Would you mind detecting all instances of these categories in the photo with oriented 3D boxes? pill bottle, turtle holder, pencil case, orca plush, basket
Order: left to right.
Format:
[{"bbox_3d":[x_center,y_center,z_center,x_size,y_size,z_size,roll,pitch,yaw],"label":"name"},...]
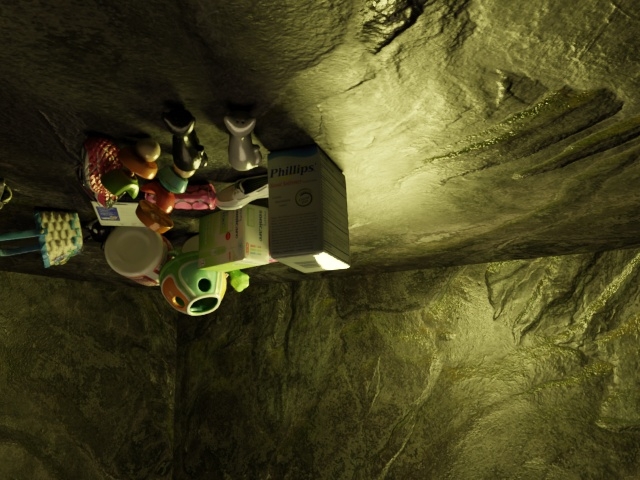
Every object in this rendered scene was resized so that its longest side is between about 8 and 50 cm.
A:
[{"bbox_3d":[-1.012,-0.003,2.025,0.288,0.201,0.254,-7,172,-22],"label":"basket"},{"bbox_3d":[-0.890,-0.009,2.248,0.151,0.102,0.287,10,164,-41],"label":"orca plush"},{"bbox_3d":[-0.722,0.066,2.334,0.223,0.224,0.392,-1,168,-3],"label":"pill bottle"},{"bbox_3d":[-0.429,-0.134,1.730,0.209,0.095,0.098,-2,168,-6],"label":"pencil case"},{"bbox_3d":[-0.473,0.178,2.241,0.243,0.228,0.320,-48,142,19],"label":"turtle holder"},{"bbox_3d":[-0.505,0.077,2.501,0.181,0.182,0.323,-2,168,3],"label":"pill bottle"}]

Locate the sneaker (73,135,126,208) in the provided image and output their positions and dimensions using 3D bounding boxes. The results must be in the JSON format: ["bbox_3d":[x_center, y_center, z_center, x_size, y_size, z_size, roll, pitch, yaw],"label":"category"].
[{"bbox_3d":[-0.586,-0.179,1.463,0.112,0.121,0.299,35,154,-1],"label":"sneaker"}]

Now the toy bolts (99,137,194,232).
[{"bbox_3d":[-0.399,-0.146,1.442,0.158,0.218,0.228,-46,170,12],"label":"toy bolts"}]

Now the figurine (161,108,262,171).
[{"bbox_3d":[-0.242,-0.237,1.285,0.214,0.093,0.209,-1,164,-5],"label":"figurine"}]

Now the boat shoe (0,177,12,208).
[{"bbox_3d":[-0.969,-0.137,1.692,0.073,0.080,0.223,9,161,-19],"label":"boat shoe"}]

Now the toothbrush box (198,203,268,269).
[{"bbox_3d":[-0.323,-0.004,2.076,0.283,0.207,0.122,-11,165,42],"label":"toothbrush box"}]

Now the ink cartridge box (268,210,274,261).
[{"bbox_3d":[-0.075,-0.031,2.014,0.310,0.186,0.065,-8,165,26],"label":"ink cartridge box"}]

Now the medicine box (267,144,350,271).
[{"bbox_3d":[-0.027,-0.077,1.551,0.148,0.290,0.263,-7,167,17],"label":"medicine box"}]

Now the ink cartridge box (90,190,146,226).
[{"bbox_3d":[-0.662,-0.112,1.878,0.165,0.065,0.332,3,169,-16],"label":"ink cartridge box"}]

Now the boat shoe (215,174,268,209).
[{"bbox_3d":[-0.228,-0.158,1.700,0.226,0.083,0.076,-17,154,15],"label":"boat shoe"}]
